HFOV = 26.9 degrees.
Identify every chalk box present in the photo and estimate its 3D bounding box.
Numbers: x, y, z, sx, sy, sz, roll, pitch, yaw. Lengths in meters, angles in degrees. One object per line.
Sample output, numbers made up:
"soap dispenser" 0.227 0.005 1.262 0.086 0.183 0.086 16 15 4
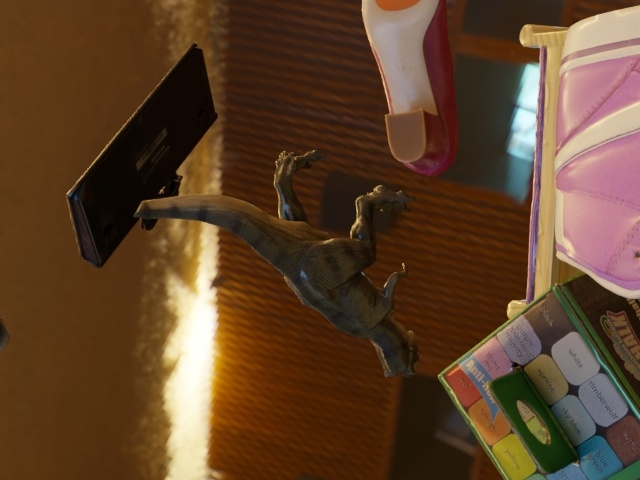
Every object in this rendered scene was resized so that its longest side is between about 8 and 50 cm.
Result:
"chalk box" 0.248 0.133 1.208 0.289 0.180 0.179 -18 -19 -43

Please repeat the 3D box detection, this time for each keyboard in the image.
"keyboard" -0.132 -0.059 1.009 0.180 0.023 0.108 -56 -28 -36

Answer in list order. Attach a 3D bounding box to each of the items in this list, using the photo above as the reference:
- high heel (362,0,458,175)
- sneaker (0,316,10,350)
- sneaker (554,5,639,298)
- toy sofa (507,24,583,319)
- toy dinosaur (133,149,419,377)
"high heel" 0.099 -0.186 1.303 0.117 0.082 0.244 6 -104 -69
"sneaker" -0.341 0.032 1.075 0.229 0.132 0.086 31 -98 -41
"sneaker" 0.213 -0.036 0.592 0.102 0.282 0.161 17 -104 -28
"toy sofa" 0.312 -0.078 1.639 0.150 0.177 0.362 -1 -84 -26
"toy dinosaur" 0.000 0.000 0.967 0.268 0.064 0.118 35 -118 -27
